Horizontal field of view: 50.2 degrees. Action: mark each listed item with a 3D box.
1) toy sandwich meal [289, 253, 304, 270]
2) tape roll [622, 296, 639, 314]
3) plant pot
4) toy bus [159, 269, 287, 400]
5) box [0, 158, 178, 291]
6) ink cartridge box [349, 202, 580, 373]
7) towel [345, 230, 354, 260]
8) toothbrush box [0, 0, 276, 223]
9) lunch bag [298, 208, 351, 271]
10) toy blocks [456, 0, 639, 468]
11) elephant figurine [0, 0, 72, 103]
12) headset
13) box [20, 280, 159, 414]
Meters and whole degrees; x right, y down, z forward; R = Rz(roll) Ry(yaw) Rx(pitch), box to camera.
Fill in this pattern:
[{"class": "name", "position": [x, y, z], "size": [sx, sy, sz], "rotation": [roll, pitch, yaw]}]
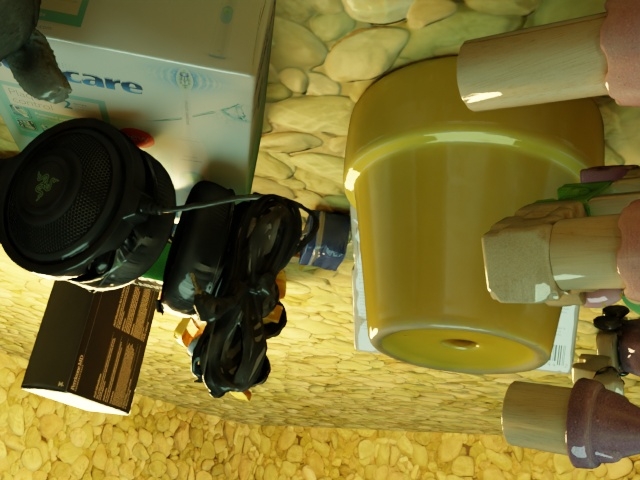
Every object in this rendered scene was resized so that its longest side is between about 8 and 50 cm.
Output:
[{"class": "toy sandwich meal", "position": [-0.049, 0.024, 1.070], "size": [0.085, 0.029, 0.085], "rotation": [8, 157, 3]}, {"class": "tape roll", "position": [0.532, 0.032, 0.816], "size": [0.321, 0.077, 0.321], "rotation": [8, 157, 3]}, {"class": "plant pot", "position": [0.140, -0.006, 0.664], "size": [0.253, 0.239, 0.254], "rotation": [7, 158, 3]}, {"class": "toy bus", "position": [-0.177, 0.138, 1.160], "size": [0.211, 0.220, 0.149], "rotation": [12, 155, 9]}, {"class": "box", "position": [-0.347, -0.017, 0.983], "size": [0.321, 0.079, 0.257], "rotation": [9, 157, 17]}, {"class": "ink cartridge box", "position": [0.190, 0.042, 0.907], "size": [0.296, 0.066, 0.261], "rotation": [4, 118, 15]}, {"class": "towel", "position": [0.106, 0.015, 0.996], "size": [0.148, 0.027, 0.110], "rotation": [10, 158, -3]}, {"class": "toothbrush box", "position": [-0.160, -0.132, 0.623], "size": [0.216, 0.126, 0.295], "rotation": [10, 156, -5]}, {"class": "lunch bag", "position": [0.000, 0.000, 0.948], "size": [0.065, 0.067, 0.098], "rotation": [12, 158, -6]}, {"class": "toy blocks", "position": [0.273, -0.004, 0.427], "size": [0.260, 0.309, 0.288], "rotation": [-1, -167, 36]}, {"class": "elephant figurine", "position": [-0.210, -0.216, 0.348], "size": [0.186, 0.169, 0.239], "rotation": [-5, 149, -41]}, {"class": "headset", "position": [-0.144, 0.018, 0.571], "size": [0.243, 0.185, 0.394], "rotation": [23, 163, -34]}, {"class": "box", "position": [-0.399, 0.160, 1.221], "size": [0.103, 0.261, 0.184], "rotation": [1, 155, 19]}]
